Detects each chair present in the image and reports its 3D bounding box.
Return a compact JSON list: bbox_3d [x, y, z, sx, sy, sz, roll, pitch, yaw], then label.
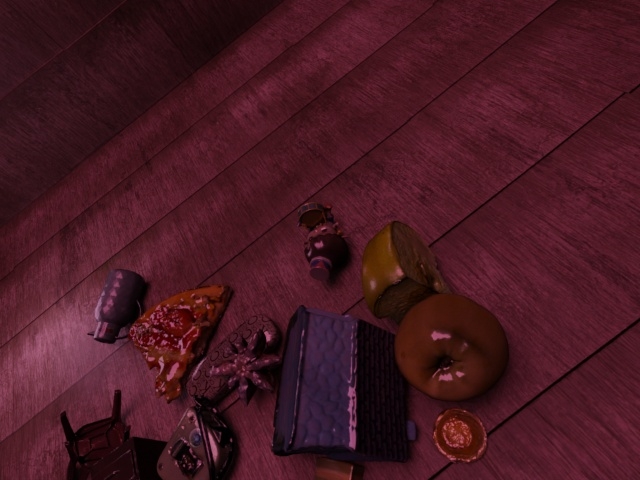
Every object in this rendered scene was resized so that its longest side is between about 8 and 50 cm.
[{"bbox_3d":[-0.740,0.684,1.396,0.175,0.183,0.326,48,133,39],"label":"chair"}]

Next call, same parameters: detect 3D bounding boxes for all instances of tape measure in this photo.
[{"bbox_3d":[-0.343,0.602,1.213,0.207,0.115,0.235,25,82,31],"label":"tape measure"}]

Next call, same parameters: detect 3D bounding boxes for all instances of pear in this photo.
[{"bbox_3d":[0.208,0.077,1.196,0.176,0.287,0.281,-37,47,28],"label":"pear"}]

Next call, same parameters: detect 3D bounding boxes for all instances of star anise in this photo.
[{"bbox_3d":[-0.215,0.371,1.241,0.237,0.093,0.228,-4,88,20],"label":"star anise"}]

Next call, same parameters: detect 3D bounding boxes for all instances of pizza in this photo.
[{"bbox_3d":[-0.504,0.348,1.471,0.440,0.130,0.405,-26,45,11],"label":"pizza"}]

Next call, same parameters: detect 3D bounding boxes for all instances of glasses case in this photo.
[{"bbox_3d":[-0.282,0.383,1.361,0.355,0.085,0.137,-42,52,-1],"label":"glasses case"}]

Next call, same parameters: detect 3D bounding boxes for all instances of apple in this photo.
[{"bbox_3d":[0.310,0.253,1.019,0.263,0.262,0.262,-14,54,20],"label":"apple"}]

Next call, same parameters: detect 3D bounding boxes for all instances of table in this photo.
[{"bbox_3d":[-0.544,0.711,1.232,0.169,0.172,0.193,-36,50,3],"label":"table"}]

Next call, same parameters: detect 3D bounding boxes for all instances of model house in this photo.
[{"bbox_3d":[0.074,0.370,1.094,0.340,0.297,0.359,10,57,-9],"label":"model house"}]

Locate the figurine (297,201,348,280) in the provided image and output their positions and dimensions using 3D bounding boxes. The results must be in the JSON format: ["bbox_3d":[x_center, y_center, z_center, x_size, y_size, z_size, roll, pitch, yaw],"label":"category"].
[{"bbox_3d":[0.005,0.004,1.408,0.161,0.158,0.275,-33,49,17],"label":"figurine"}]

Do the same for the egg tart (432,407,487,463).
[{"bbox_3d":[0.328,0.460,1.009,0.129,0.049,0.128,-13,54,19],"label":"egg tart"}]

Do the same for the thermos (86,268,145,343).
[{"bbox_3d":[-0.797,0.268,1.690,0.183,0.145,0.286,8,61,-5],"label":"thermos"}]

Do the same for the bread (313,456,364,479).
[{"bbox_3d":[0.029,0.588,1.063,0.139,0.084,0.073,-2,61,28],"label":"bread"}]
